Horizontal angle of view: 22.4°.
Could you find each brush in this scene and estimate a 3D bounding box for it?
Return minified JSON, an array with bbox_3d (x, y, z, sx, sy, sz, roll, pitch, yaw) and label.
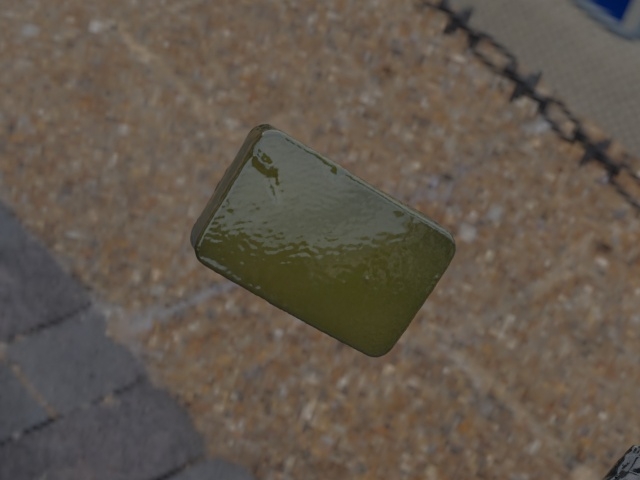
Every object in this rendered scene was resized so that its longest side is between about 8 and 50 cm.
[{"bbox_3d":[0.000,0.000,1.302,0.197,0.123,0.059,30,6,-22],"label":"brush"}]

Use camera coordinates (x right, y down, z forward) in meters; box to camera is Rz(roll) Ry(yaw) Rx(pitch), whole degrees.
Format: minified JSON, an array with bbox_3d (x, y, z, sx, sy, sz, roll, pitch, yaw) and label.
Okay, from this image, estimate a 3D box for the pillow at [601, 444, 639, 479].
[{"bbox_3d":[0.369,0.395,1.935,0.106,0.250,0.186,0,23,34],"label":"pillow"}]
